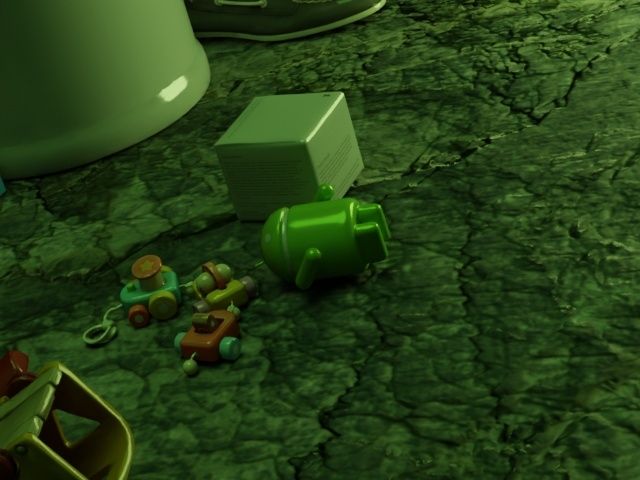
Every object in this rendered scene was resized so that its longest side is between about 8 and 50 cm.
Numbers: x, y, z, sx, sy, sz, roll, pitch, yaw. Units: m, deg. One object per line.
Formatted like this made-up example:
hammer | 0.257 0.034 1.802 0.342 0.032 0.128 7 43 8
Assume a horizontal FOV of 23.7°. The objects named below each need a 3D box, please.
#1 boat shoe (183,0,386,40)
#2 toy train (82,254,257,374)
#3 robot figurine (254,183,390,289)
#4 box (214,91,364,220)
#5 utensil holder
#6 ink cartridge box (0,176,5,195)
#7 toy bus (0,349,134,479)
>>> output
boat shoe | -0.087 -0.306 1.868 0.335 0.095 0.112 -1 32 26
toy train | -0.126 0.056 1.309 0.166 0.046 0.125 6 35 34
robot figurine | 0.000 0.000 1.320 0.115 0.067 0.101 -8 42 16
box | -0.029 -0.080 1.453 0.102 0.087 0.101 0 33 27
utensil holder | -0.332 -0.312 1.706 0.328 0.385 0.327 -12 30 7
ink cartridge box | -0.436 -0.047 1.555 0.078 0.134 0.231 2 35 29
toy bus | -0.225 0.182 1.078 0.191 0.104 0.202 -52 21 -18
